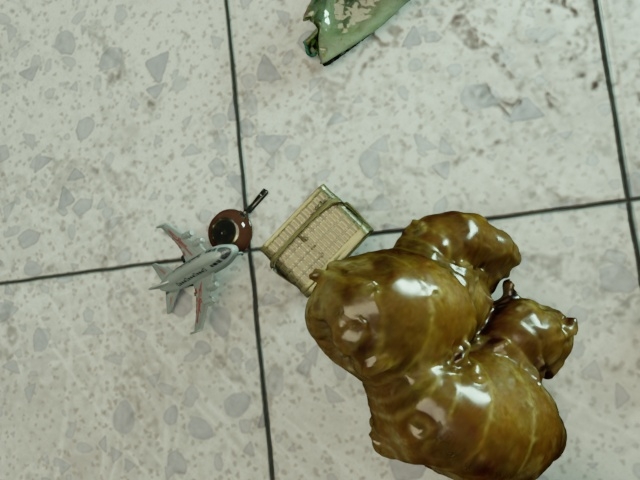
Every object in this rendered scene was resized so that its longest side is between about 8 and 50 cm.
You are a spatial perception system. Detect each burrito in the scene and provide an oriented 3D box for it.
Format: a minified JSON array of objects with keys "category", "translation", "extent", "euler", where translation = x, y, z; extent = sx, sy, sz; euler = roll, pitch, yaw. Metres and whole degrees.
[{"category":"burrito","translation":[0.095,-0.358,0.787],"extent":[0.309,0.066,0.096],"euler":[-38,81,11]}]

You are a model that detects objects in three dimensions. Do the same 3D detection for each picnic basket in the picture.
[{"category":"picnic basket","translation":[0.000,0.000,0.733],"extent":[0.079,0.164,0.115],"euler":[44,96,4]}]

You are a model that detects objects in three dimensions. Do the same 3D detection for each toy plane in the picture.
[{"category":"toy plane","translation":[-0.171,0.041,0.813],"extent":[0.171,0.065,0.162],"euler":[-24,81,28]}]

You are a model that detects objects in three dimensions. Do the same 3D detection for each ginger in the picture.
[{"category":"ginger","translation":[0.158,0.131,0.668],"extent":[0.274,0.152,0.358],"euler":[-36,92,-33]}]

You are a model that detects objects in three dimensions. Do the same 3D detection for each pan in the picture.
[{"category":"pan","translation":[-0.116,-0.030,0.832],"extent":[0.068,0.023,0.115],"euler":[41,96,14]}]
